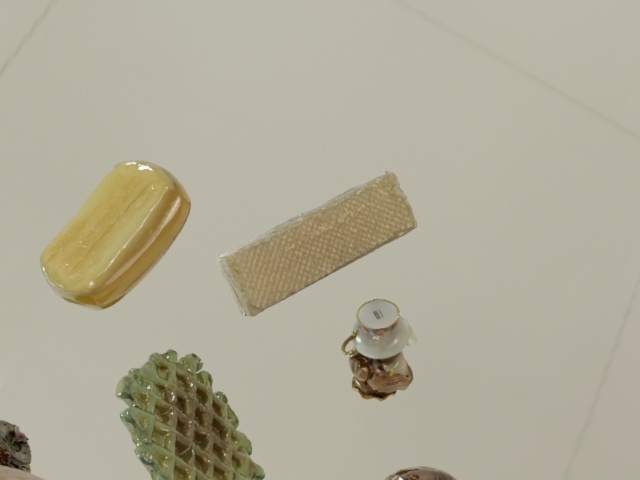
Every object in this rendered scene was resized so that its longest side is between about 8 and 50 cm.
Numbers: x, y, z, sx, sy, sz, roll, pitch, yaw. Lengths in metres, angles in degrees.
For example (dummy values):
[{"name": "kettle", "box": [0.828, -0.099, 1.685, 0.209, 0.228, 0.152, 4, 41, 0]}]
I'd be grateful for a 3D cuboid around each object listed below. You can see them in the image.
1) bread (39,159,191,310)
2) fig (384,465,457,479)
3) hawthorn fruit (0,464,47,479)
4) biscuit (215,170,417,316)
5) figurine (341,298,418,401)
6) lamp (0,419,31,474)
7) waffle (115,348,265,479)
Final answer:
[{"name": "bread", "box": [-0.264, -0.002, 1.294, 0.217, 0.147, 0.098, -50, -42, -10]}, {"name": "fig", "box": [0.192, 0.552, 1.858, 0.214, 0.235, 0.235, -20, 30, 37]}, {"name": "hawthorn fruit", "box": [-0.464, 0.479, 1.331, 0.403, 0.403, 0.403, -61, 3, 5]}, {"name": "biscuit", "box": [0.000, 0.000, 1.969, 0.426, 0.144, 0.078, -27, 7, -24]}, {"name": "figurine", "box": [0.141, 0.267, 2.303, 0.142, 0.189, 0.263, -111, 12, -50]}, {"name": "lamp", "box": [-0.598, 0.395, 1.679, 0.227, 0.227, 0.227, -61, 3, 5]}, {"name": "waffle", "box": [-0.213, 0.326, 1.605, 0.056, 0.309, 0.292, -30, -3, 23]}]
